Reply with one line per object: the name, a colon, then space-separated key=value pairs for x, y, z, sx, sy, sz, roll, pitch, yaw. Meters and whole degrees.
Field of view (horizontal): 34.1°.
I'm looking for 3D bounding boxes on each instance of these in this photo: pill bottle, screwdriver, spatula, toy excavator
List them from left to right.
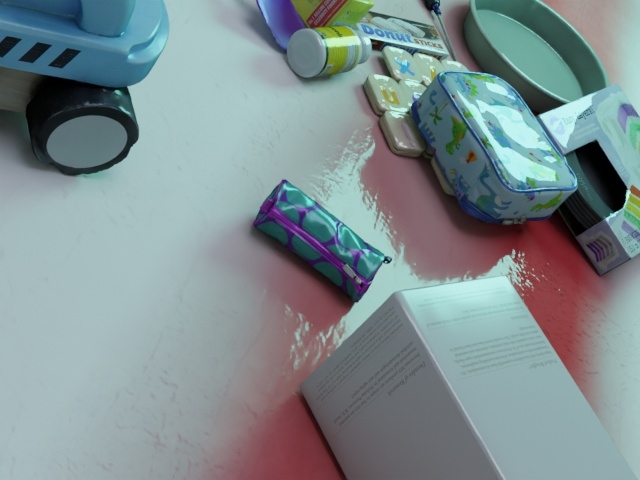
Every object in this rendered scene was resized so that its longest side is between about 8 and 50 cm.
toy excavator: x=-0.294 y=-0.301 z=0.894 sx=0.433 sy=0.445 sz=0.222 roll=7 pitch=49 yaw=-35
spatula: x=-0.119 y=-0.376 z=1.402 sx=0.296 sy=0.030 sz=0.084 roll=48 pitch=38 yaw=-7
pill bottle: x=0.015 y=-0.257 z=1.410 sx=0.116 sy=0.065 sz=0.065 roll=-17 pitch=65 yaw=-48
screwdriver: x=0.198 y=-0.355 z=1.689 sx=0.025 sy=0.024 sz=0.169 roll=-13 pitch=60 yaw=-13

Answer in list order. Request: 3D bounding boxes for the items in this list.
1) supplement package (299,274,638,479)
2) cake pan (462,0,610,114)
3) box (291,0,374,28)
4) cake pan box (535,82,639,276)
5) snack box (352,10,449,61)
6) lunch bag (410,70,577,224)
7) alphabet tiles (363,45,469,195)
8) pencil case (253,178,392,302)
supplement package: x=0.147 y=0.205 z=0.985 sx=0.178 sy=0.175 sz=0.293 roll=-4 pitch=56 yaw=-43
cake pan: x=0.356 y=-0.315 z=1.754 sx=0.293 sy=0.054 sz=0.293 roll=22 pitch=42 yaw=-22
box: x=-0.022 y=-0.393 z=1.490 sx=0.058 sy=0.087 sz=0.232 roll=-3 pitch=56 yaw=-53
cake pan box: x=0.426 y=-0.097 z=1.556 sx=0.267 sy=0.070 sz=0.245 roll=-22 pitch=77 yaw=-44
snack box: x=0.114 y=-0.310 z=1.576 sx=0.178 sy=0.022 sz=0.064 roll=3 pitch=53 yaw=-38
lunch bag: x=0.236 y=-0.124 z=1.409 sx=0.176 sy=0.090 sz=0.219 roll=-5 pitch=57 yaw=-40
alphabet tiles: x=0.192 y=-0.164 z=1.501 sx=0.284 sy=0.021 sz=0.278 roll=5 pitch=50 yaw=-36
pencil case: x=0.000 y=0.000 z=1.151 sx=0.152 sy=0.064 sz=0.070 roll=37 pitch=14 yaw=-4
